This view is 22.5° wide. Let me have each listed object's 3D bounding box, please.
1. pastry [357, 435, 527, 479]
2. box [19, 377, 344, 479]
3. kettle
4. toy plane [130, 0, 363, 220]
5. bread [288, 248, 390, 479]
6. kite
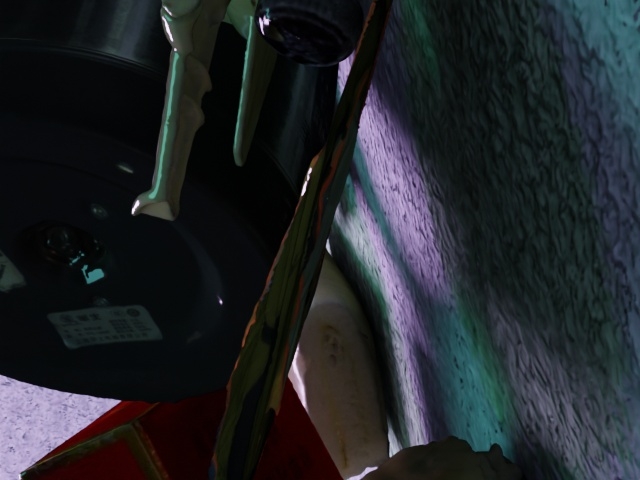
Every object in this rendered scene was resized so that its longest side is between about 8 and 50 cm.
[{"bbox_3d":[0.038,0.239,0.711,0.256,0.170,0.237,98,150,-50],"label":"pastry"},{"bbox_3d":[-0.028,0.225,0.932,0.313,0.089,0.197,62,-160,-2],"label":"box"},{"bbox_3d":[-0.076,-0.085,0.878,0.321,0.228,0.324,51,-141,-40],"label":"kettle"},{"bbox_3d":[-0.020,-0.133,0.589,0.256,0.104,0.242,106,-176,-68],"label":"toy plane"},{"bbox_3d":[-0.001,0.068,1.112,0.178,0.060,0.139,-118,17,-65],"label":"bread"},{"bbox_3d":[-0.002,-0.001,0.613,0.377,0.013,0.327,-34,-41,-86],"label":"kite"}]
